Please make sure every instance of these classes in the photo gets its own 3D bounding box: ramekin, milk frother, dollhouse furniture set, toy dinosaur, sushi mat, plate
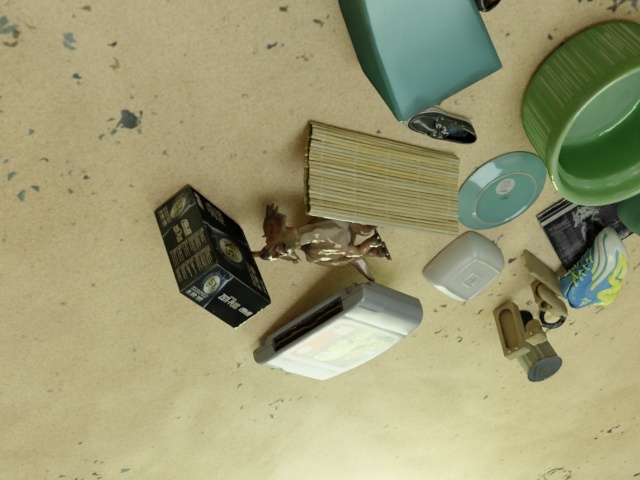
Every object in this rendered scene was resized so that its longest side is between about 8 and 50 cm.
[{"bbox_3d":[0.490,-0.219,1.691,0.303,0.148,0.303,-15,138,-14],"label":"ramekin"},{"bbox_3d":[0.481,0.212,2.146,0.143,0.135,0.129,-45,137,20],"label":"milk frother"},{"bbox_3d":[0.403,0.133,2.037,0.151,0.144,0.123,-31,137,27],"label":"dollhouse furniture set"},{"bbox_3d":[0.000,0.000,1.689,0.200,0.127,0.296,-22,155,8],"label":"toy dinosaur"},{"bbox_3d":[0.106,-0.095,1.633,0.316,0.151,0.019,8,167,-35],"label":"sushi mat"},{"bbox_3d":[0.336,-0.083,1.846,0.188,0.024,0.188,-14,138,-13],"label":"plate"}]

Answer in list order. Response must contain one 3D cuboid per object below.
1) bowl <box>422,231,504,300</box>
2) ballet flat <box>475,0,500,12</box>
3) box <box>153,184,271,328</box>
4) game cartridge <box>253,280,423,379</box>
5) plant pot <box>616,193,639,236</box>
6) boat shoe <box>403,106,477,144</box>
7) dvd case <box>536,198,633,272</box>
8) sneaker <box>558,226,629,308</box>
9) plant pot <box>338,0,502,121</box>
[{"bbox_3d":[0.284,0.060,1.947,0.142,0.053,0.142,-42,137,19],"label":"bowl"},{"bbox_3d":[0.312,-0.426,1.420,0.280,0.096,0.095,-43,136,18],"label":"ballet flat"},{"bbox_3d":[-0.169,0.026,1.570,0.077,0.180,0.147,-36,138,12],"label":"box"},{"bbox_3d":[0.040,0.177,1.884,0.294,0.060,0.196,-34,146,33],"label":"game cartridge"},{"bbox_3d":[0.720,-0.117,1.831,0.293,0.293,0.235,-2,118,-27],"label":"plant pot"},{"bbox_3d":[0.200,-0.187,1.652,0.142,0.040,0.049,5,130,-32],"label":"boat shoe"},{"bbox_3d":[0.535,-0.033,2.009,0.164,0.018,0.221,-33,140,8],"label":"dvd case"},{"bbox_3d":[0.552,0.072,2.047,0.126,0.091,0.240,-21,141,-5],"label":"sneaker"},{"bbox_3d":[0.115,-0.324,1.377,0.165,0.166,0.234,-29,133,2],"label":"plant pot"}]
